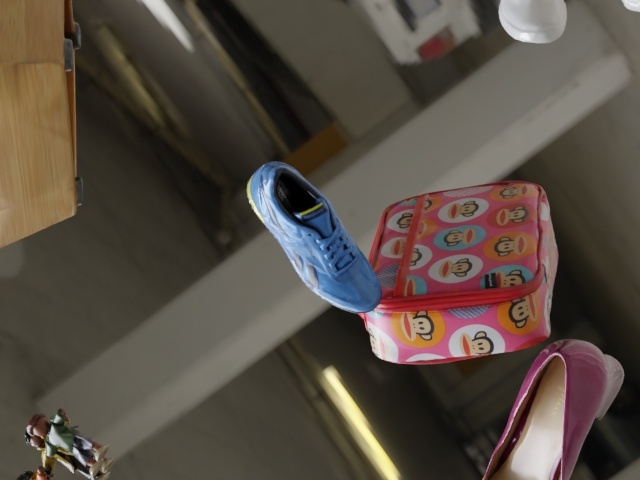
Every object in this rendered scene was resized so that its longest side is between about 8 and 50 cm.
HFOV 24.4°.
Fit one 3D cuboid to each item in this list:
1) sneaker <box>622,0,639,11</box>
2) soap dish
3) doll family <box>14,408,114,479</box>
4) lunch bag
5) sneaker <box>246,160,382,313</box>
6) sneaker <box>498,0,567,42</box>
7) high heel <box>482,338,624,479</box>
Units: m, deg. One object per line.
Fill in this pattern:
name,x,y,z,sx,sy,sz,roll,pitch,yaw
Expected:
sneaker,0.235,-0.347,1.416,0.108,0.169,0.292,-60,-42,-66
soap dish,-0.251,-0.154,1.166,0.291,0.118,0.229,103,164,-63
doll family,-0.298,0.262,1.652,0.111,0.193,0.076,25,-159,12
lunch bag,0.158,0.039,1.831,0.293,0.258,0.120,-71,-30,-60
sneaker,0.000,0.000,1.637,0.209,0.069,0.082,51,162,-11
sneaker,0.252,-0.328,1.783,0.094,0.080,0.212,81,-174,-47
high heel,0.231,0.286,1.771,0.127,0.377,0.181,26,-176,31
